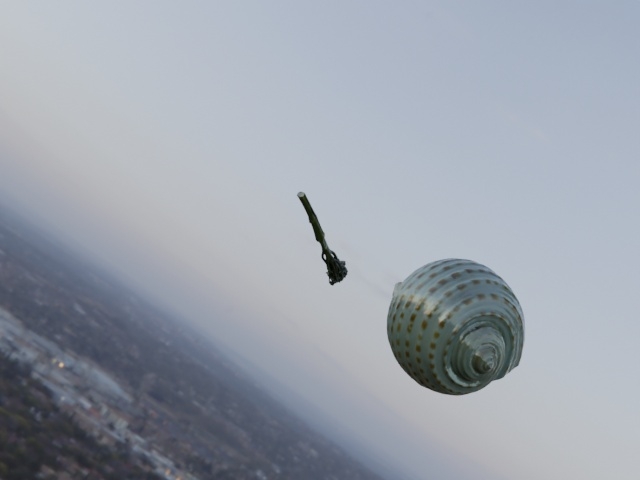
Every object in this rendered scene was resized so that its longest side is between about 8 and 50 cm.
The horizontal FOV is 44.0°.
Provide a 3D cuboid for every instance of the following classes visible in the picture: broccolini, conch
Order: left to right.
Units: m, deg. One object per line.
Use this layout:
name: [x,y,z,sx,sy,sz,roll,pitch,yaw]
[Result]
broccolini: [-0.001,0.001,1.371,0.044,0.042,0.218,-103,169,-45]
conch: [0.154,0.083,0.931,0.131,0.172,0.200,88,-22,-46]
